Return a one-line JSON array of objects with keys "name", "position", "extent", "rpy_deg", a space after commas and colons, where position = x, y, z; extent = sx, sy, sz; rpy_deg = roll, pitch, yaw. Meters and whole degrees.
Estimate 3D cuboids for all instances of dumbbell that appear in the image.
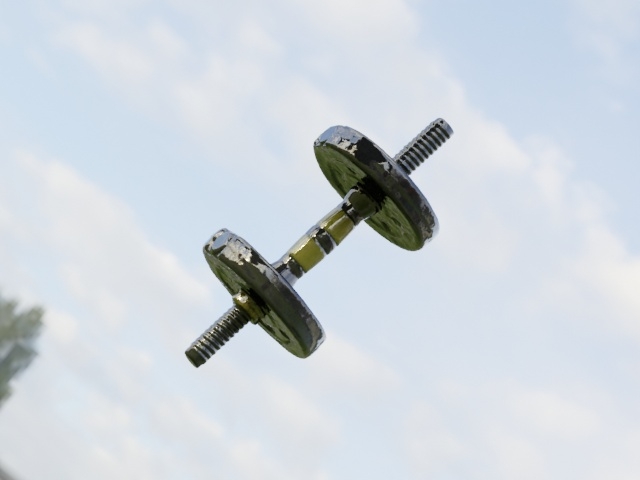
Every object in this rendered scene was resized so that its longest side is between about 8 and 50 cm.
[{"name": "dumbbell", "position": [0.000, 0.000, 1.558], "extent": [0.143, 0.325, 0.143], "rpy_deg": [45, -11, 11]}]
